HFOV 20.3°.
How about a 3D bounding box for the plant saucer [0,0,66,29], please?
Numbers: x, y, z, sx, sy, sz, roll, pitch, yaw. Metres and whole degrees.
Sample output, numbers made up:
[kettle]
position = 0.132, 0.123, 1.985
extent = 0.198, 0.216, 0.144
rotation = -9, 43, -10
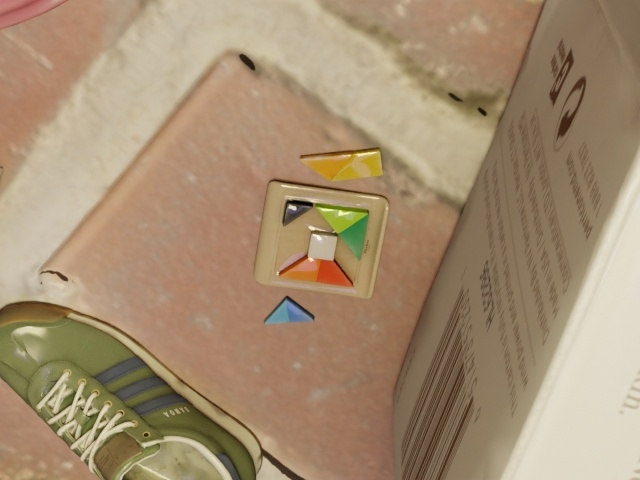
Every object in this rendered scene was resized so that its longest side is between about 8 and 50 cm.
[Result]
[plant saucer]
position = -0.225, -0.255, 0.909
extent = 0.332, 0.084, 0.332
rotation = 1, 115, 2

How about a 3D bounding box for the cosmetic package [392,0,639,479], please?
[cosmetic package]
position = 0.268, 0.084, 0.908
extent = 0.394, 0.329, 0.327
rotation = 17, 113, -6

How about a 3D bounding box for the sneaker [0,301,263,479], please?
[sneaker]
position = -0.119, 0.110, 1.066
extent = 0.192, 0.086, 0.064
rotation = 33, 111, -12

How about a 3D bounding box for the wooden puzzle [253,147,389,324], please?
[wooden puzzle]
position = 0.000, 0.000, 1.052
extent = 0.079, 0.014, 0.116
rotation = 3, 115, 1

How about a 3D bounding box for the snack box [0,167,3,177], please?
[snack box]
position = -0.223, 0.044, 1.052
extent = 0.022, 0.064, 0.178
rotation = 17, 114, -7
